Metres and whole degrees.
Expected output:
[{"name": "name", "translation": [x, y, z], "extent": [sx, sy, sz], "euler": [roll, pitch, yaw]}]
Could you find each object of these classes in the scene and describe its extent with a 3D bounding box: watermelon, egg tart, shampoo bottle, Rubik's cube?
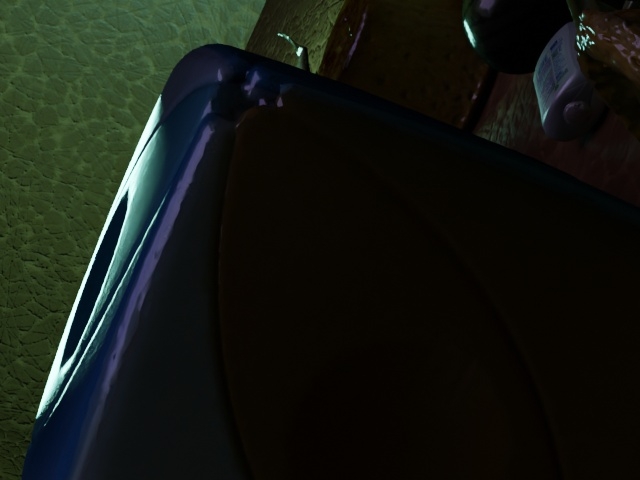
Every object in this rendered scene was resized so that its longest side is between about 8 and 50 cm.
[{"name": "watermelon", "translation": [0.186, -0.207, 1.388], "extent": [0.133, 0.105, 0.105], "euler": [-35, 28, 27]}, {"name": "egg tart", "translation": [0.085, -0.180, 1.660], "extent": [0.202, 0.147, 0.203], "euler": [-161, 90, -76]}, {"name": "shampoo bottle", "translation": [0.205, -0.126, 1.292], "extent": [0.099, 0.043, 0.072], "euler": [-89, 22, -55]}, {"name": "egg tart", "translation": [0.219, -0.076, 0.891], "extent": [0.074, 0.191, 0.191], "euler": [-46, 14, 1]}, {"name": "Rubik's cube", "translation": [0.016, 0.084, 1.041], "extent": [0.351, 0.352, 0.347], "euler": [-138, 69, -75]}]

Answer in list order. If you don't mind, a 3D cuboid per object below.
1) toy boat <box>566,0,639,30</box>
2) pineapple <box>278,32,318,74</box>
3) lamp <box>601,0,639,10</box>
[{"name": "toy boat", "translation": [0.238, -0.197, 1.190], "extent": [0.111, 0.084, 0.276], "euler": [-59, 19, 29]}, {"name": "pineapple", "translation": [0.026, -0.156, 1.843], "extent": [0.335, 0.158, 0.161], "euler": [-81, 17, -45]}, {"name": "lamp", "translation": [0.244, -0.172, 0.927], "extent": [0.325, 0.089, 0.090], "euler": [30, 99, 64]}]
